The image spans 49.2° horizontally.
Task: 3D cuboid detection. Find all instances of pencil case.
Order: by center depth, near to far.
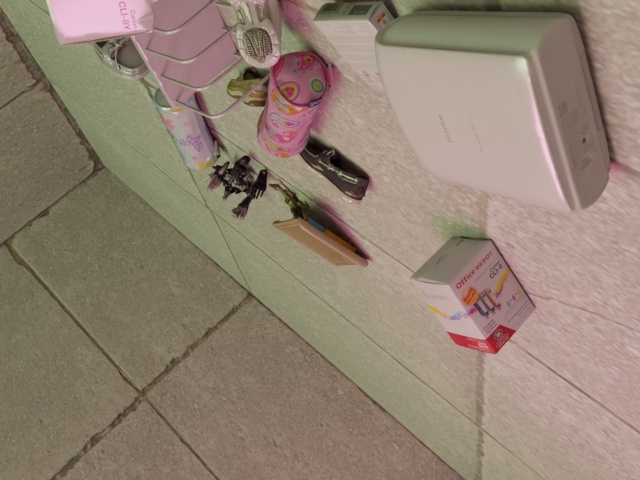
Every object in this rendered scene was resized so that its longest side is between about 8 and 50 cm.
[{"bbox_3d":[-0.054,-0.260,1.369,0.124,0.124,0.284,47,162,3],"label":"pencil case"},{"bbox_3d":[-0.376,-0.323,1.990,0.124,0.113,0.273,28,155,30],"label":"pencil case"}]

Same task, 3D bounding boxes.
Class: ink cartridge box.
[{"bbox_3d":[0.091,-0.298,1.098,0.179,0.045,0.145,38,171,-37],"label":"ink cartridge box"},{"bbox_3d":[-0.400,-0.542,1.138,0.279,0.160,0.385,90,160,-47],"label":"ink cartridge box"},{"bbox_3d":[0.284,0.099,1.316,0.176,0.128,0.127,53,162,-17],"label":"ink cartridge box"}]

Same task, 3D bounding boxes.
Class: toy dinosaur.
[{"bbox_3d":[-0.067,-0.090,1.897,0.183,0.053,0.092,54,176,-21],"label":"toy dinosaur"}]

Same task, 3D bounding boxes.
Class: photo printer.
[{"bbox_3d":[0.209,-0.179,0.929,0.307,0.107,0.256,25,152,50],"label":"photo printer"}]

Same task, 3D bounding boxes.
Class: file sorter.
[{"bbox_3d":[-0.241,-0.409,1.363,0.173,0.193,0.278,28,154,42],"label":"file sorter"}]

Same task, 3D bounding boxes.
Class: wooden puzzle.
[{"bbox_3d":[0.000,0.000,1.850,0.221,0.044,0.238,33,170,-18],"label":"wooden puzzle"}]

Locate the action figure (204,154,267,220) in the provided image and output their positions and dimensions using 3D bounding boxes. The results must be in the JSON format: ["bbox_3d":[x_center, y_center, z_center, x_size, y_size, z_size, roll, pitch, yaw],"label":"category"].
[{"bbox_3d":[-0.249,-0.156,2.012,0.164,0.141,0.275,39,163,-13],"label":"action figure"}]

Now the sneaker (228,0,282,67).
[{"bbox_3d":[-0.113,-0.423,1.201,0.090,0.115,0.232,0,124,7],"label":"sneaker"}]

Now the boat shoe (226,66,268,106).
[{"bbox_3d":[-0.155,-0.343,1.530,0.190,0.068,0.072,36,127,56],"label":"boat shoe"}]

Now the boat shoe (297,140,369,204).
[{"bbox_3d":[0.027,-0.164,1.508,0.206,0.075,0.065,45,120,25],"label":"boat shoe"}]

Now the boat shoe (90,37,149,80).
[{"bbox_3d":[-0.600,-0.580,1.967,0.320,0.118,0.103,51,168,12],"label":"boat shoe"}]
